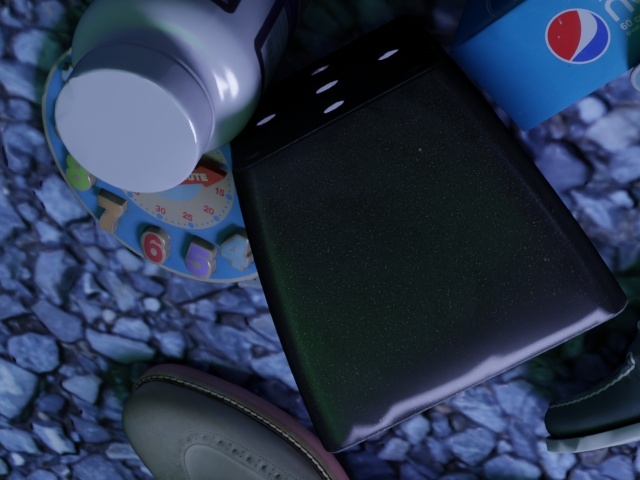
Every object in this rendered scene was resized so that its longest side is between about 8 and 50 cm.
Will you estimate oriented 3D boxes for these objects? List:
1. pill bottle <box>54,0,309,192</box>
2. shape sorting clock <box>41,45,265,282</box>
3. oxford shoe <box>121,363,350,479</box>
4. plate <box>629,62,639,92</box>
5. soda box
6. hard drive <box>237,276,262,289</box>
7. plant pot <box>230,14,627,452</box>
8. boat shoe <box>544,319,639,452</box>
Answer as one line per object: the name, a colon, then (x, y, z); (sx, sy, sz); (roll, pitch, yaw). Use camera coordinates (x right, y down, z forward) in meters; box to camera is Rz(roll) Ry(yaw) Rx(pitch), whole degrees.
pill bottle: (-0.076, -0.116, 0.705); (0.108, 0.193, 0.108); (10, 132, 11)
shape sorting clock: (-0.107, -0.051, 0.859); (0.206, 0.040, 0.206); (17, 131, 20)
oxford shoe: (-0.037, 0.255, 0.978); (0.397, 0.146, 0.140); (40, 135, 20)
plate: (0.263, -0.093, 0.666); (0.188, 0.024, 0.188); (7, 174, 1)
soda box: (0.175, -0.149, 0.679); (0.071, 0.067, 0.210); (43, 129, -19)
hard drive: (0.000, 0.000, 0.901); (0.135, 0.022, 0.094); (4, 131, 15)
plant pot: (0.039, -0.022, 0.733); (0.188, 0.187, 0.167); (-28, 112, 7)
boat shoe: (0.273, 0.067, 0.842); (0.319, 0.116, 0.099); (-32, 72, 44)
